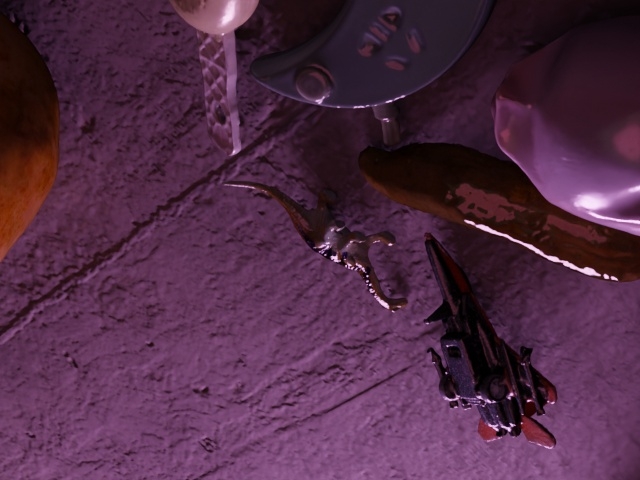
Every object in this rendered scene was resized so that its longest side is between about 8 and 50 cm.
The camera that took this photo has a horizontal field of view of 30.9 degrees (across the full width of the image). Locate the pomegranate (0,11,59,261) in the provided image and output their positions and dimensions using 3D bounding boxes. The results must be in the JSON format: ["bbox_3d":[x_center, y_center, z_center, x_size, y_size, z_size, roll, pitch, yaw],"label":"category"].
[{"bbox_3d":[-0.334,-0.074,0.869,0.252,0.229,0.270,37,137,-16],"label":"pomegranate"}]

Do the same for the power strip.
[{"bbox_3d":[0.038,-0.179,0.776,0.167,0.054,0.253,14,124,11],"label":"power strip"}]

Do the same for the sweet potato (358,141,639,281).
[{"bbox_3d":[0.134,-0.025,0.826,0.233,0.062,0.081,18,168,8],"label":"sweet potato"}]

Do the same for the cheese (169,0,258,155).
[{"bbox_3d":[-0.076,-0.171,0.794,0.127,0.054,0.252,41,144,43],"label":"cheese"}]

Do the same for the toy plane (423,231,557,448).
[{"bbox_3d":[0.118,0.082,0.909,0.130,0.061,0.189,-7,120,57],"label":"toy plane"}]

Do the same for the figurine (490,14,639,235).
[{"bbox_3d":[0.240,-0.068,0.700,0.276,0.133,0.200,7,88,37],"label":"figurine"}]

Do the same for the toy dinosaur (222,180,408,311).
[{"bbox_3d":[0.010,-0.008,0.904,0.180,0.037,0.058,42,120,-10],"label":"toy dinosaur"}]
